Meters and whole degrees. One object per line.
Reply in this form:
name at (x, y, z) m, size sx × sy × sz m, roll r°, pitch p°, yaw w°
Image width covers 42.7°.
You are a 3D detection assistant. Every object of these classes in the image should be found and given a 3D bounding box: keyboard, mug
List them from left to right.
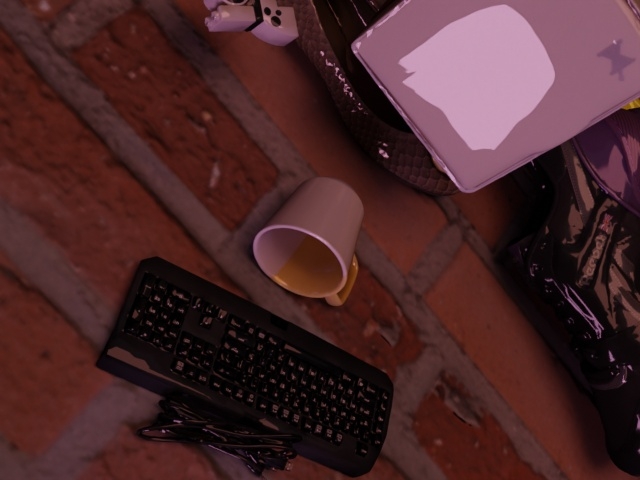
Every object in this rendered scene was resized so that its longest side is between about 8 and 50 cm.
keyboard at (-0.032, 0.087, 0.481) m, size 0.192 × 0.038 × 0.100 m, roll 28°, pitch 62°, yaw -23°
mug at (-0.003, -0.003, 0.525) m, size 0.062 × 0.078 × 0.064 m, roll 20°, pitch 50°, yaw 8°

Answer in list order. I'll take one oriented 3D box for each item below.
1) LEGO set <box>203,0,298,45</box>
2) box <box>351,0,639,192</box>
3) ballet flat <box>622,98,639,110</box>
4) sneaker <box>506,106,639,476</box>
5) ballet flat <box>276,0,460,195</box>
LEGO set at (-0.093, -0.223, 0.511) m, size 0.093 × 0.087 × 0.227 m, roll -10°, pitch 87°, yaw -33°
box at (0.139, -0.163, 0.561) m, size 0.127 × 0.149 × 0.232 m, roll 49°, pitch 34°, yaw -14°
ballet flat at (0.289, -0.041, 0.714) m, size 0.231 × 0.077 × 0.077 m, roll 50°, pitch 53°, yaw -3°
sneaker at (0.205, 0.038, 0.638) m, size 0.124 × 0.107 × 0.283 m, roll -1°, pitch 85°, yaw -2°
ballet flat at (0.034, -0.133, 0.580) m, size 0.250 × 0.058 × 0.084 m, roll 49°, pitch 56°, yaw -12°
